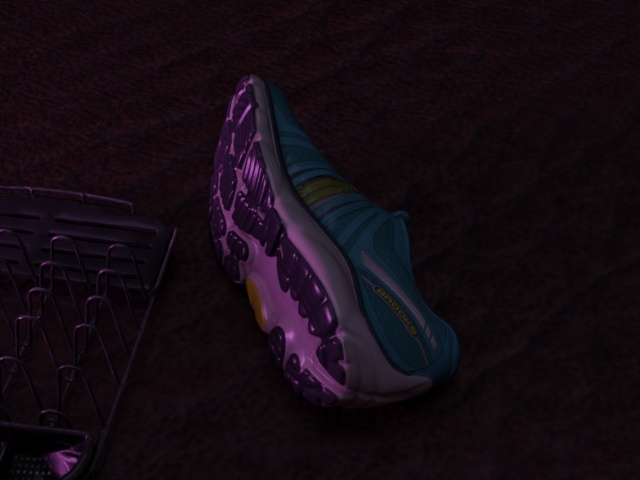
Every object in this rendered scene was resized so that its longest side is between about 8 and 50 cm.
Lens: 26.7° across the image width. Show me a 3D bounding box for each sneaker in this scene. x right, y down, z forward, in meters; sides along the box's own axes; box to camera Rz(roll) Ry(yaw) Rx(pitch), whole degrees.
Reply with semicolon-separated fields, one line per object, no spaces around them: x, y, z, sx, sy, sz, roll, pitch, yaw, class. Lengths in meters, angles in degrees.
0.000;0.000;0.884;0.110;0.107;0.275;-2;47;-29;sneaker

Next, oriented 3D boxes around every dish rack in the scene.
-0.206;0.051;0.832;0.208;0.074;0.271;8;45;7;dish rack
